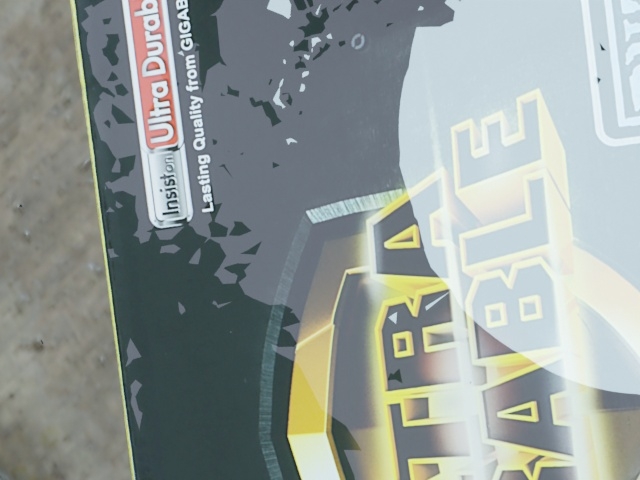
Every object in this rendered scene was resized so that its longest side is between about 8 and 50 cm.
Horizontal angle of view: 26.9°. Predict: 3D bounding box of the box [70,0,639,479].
[{"bbox_3d":[0.075,0.042,0.366,0.257,0.079,0.322,-7,90,15],"label":"box"}]
